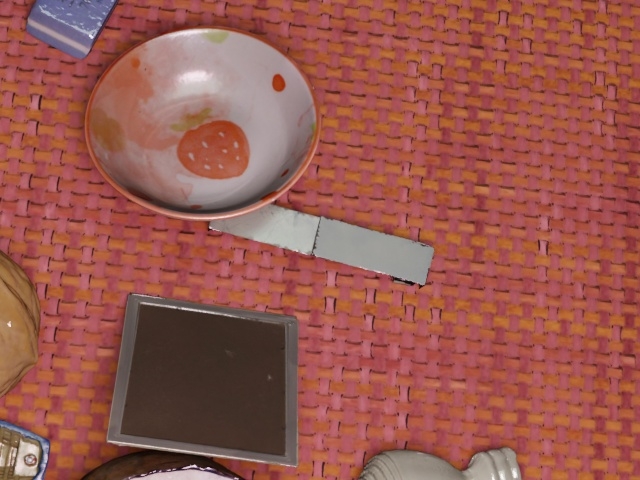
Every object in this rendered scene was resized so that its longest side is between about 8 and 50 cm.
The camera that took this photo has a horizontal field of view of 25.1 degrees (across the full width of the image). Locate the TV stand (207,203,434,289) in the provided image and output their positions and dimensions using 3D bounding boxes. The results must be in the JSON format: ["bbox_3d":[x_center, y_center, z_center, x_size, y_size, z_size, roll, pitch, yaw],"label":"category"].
[{"bbox_3d":[0.000,0.000,1.649,0.256,0.040,0.049,15,78,-5],"label":"TV stand"}]

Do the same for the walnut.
[{"bbox_3d":[-0.416,0.080,1.489,0.261,0.225,0.225,23,76,-2],"label":"walnut"}]

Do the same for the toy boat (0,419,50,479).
[{"bbox_3d":[-0.406,0.221,1.543,0.229,0.046,0.080,10,78,-6],"label":"toy boat"}]

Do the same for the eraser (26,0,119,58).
[{"bbox_3d":[-0.258,-0.324,1.679,0.082,0.036,0.225,28,76,-4],"label":"eraser"}]

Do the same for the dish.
[{"bbox_3d":[-0.130,-0.115,1.616,0.260,0.085,0.260,0,60,-1],"label":"dish"}]

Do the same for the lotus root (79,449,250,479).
[{"bbox_3d":[-0.151,0.334,1.488,0.272,0.192,0.272,-2,96,-18],"label":"lotus root"}]

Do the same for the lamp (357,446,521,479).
[{"bbox_3d":[0.129,0.277,1.586,0.193,0.106,0.106,-6,80,-19],"label":"lamp"}]

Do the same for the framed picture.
[{"bbox_3d":[-0.120,0.147,1.532,0.197,0.014,0.252,8,33,-6],"label":"framed picture"}]
